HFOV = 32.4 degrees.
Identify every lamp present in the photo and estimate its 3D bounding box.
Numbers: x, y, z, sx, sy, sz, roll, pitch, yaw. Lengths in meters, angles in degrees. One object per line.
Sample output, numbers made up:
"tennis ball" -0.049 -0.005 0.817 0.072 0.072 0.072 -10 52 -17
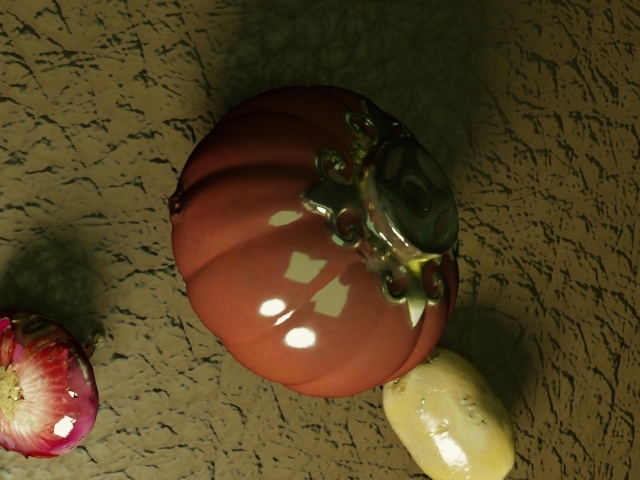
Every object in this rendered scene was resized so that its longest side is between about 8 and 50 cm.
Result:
"lamp" 0.000 0.000 1.055 0.303 0.257 0.303 25 53 -38

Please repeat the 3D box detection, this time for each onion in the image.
"onion" -0.257 0.131 1.078 0.140 0.150 0.150 -20 107 -53

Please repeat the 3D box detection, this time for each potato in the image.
"potato" 0.144 0.198 1.214 0.178 0.118 0.109 56 44 -3
